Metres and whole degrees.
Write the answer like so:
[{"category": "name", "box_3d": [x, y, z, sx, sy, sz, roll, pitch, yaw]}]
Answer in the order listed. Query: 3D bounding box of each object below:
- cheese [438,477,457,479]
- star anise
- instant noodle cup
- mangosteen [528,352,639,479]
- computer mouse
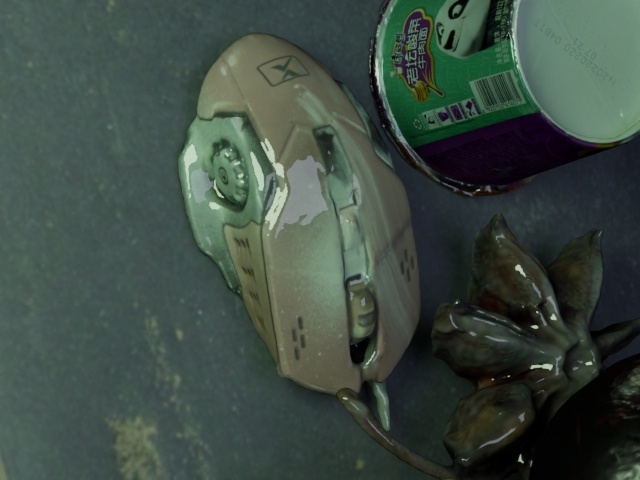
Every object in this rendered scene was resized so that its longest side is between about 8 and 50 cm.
[{"category": "cheese", "box_3d": [0.038, 0.354, 1.280, 0.242, 0.124, 0.265, -18, 75, 4]}, {"category": "star anise", "box_3d": [0.187, 0.116, 1.474, 0.359, 0.139, 0.316, 34, 56, -23]}, {"category": "instant noodle cup", "box_3d": [0.201, -0.173, 1.467, 0.251, 0.190, 0.251, 2, 86, -30]}, {"category": "mangosteen", "box_3d": [0.333, 0.254, 1.338, 0.307, 0.307, 0.347, -46, 148, -24]}, {"category": "computer mouse", "box_3d": [0.002, -0.002, 1.387, 0.199, 0.115, 0.389, -22, 97, -26]}]
